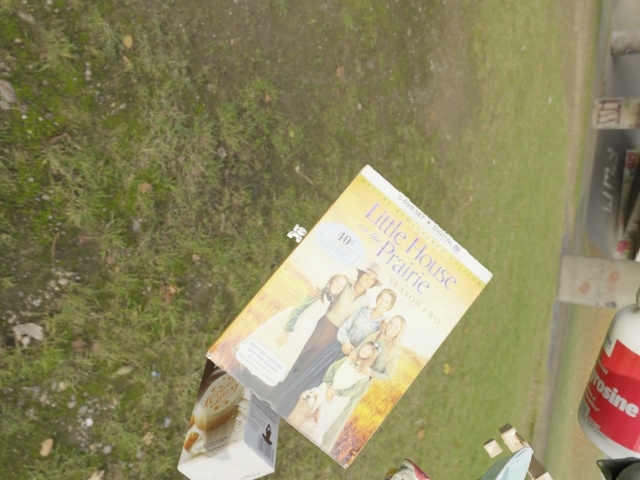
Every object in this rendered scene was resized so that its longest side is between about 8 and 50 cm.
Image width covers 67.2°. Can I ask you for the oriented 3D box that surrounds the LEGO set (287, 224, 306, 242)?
[{"bbox_3d":[0.000,0.000,1.789,0.093,0.227,0.087,-59,179,1],"label":"LEGO set"}]

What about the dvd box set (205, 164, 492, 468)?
[{"bbox_3d":[0.058,0.124,0.834,0.420,0.308,0.062,-49,-175,-9],"label":"dvd box set"}]

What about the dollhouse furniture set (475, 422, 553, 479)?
[{"bbox_3d":[0.568,0.828,1.548,0.303,0.356,0.174,56,2,1],"label":"dollhouse furniture set"}]

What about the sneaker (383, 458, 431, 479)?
[{"bbox_3d":[0.208,0.630,1.223,0.093,0.088,0.225,-37,160,-37],"label":"sneaker"}]

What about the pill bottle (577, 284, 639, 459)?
[{"bbox_3d":[0.758,0.293,1.090,0.229,0.229,0.407,-32,133,-54],"label":"pill bottle"}]

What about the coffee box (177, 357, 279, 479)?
[{"bbox_3d":[-0.156,0.314,0.900,0.098,0.141,0.246,55,18,-28],"label":"coffee box"}]

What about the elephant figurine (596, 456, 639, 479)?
[{"bbox_3d":[0.571,0.470,0.857,0.169,0.186,0.239,-37,160,-20],"label":"elephant figurine"}]

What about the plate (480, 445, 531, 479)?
[{"bbox_3d":[0.211,0.338,0.610,0.188,0.024,0.188,-24,126,-38],"label":"plate"}]
